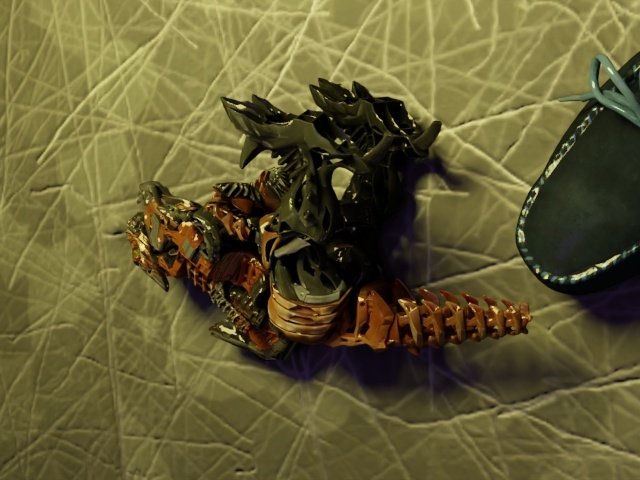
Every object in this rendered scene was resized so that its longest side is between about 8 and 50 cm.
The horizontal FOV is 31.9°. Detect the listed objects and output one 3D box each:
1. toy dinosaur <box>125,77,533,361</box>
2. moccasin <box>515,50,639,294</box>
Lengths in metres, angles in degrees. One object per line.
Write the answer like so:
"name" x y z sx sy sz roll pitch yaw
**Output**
"toy dinosaur" 0.000 0.000 0.847 0.322 0.164 0.218 11 109 6
"moccasin" 0.246 -0.105 0.726 0.138 0.117 0.342 44 106 19
